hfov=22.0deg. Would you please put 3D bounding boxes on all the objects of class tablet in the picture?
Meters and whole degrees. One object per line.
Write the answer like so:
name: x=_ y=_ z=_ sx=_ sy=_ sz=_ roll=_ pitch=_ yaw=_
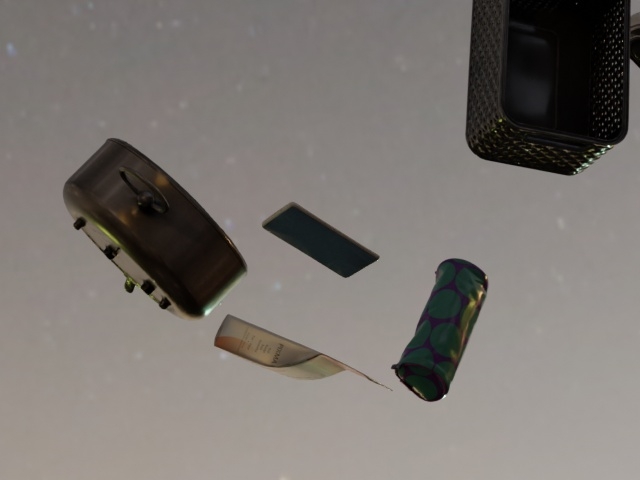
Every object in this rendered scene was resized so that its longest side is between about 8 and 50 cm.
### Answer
tablet: x=0.000 y=0.000 z=1.265 sx=0.083 sy=0.006 sz=0.054 roll=31 pitch=-31 yaw=-17

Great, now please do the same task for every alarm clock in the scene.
alarm clock: x=-0.112 y=-0.009 z=1.074 sx=0.064 sy=0.129 sz=0.192 roll=-45 pitch=-10 yaw=-15

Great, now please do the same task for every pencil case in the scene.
pencil case: x=0.130 y=0.095 z=1.771 sx=0.070 sy=0.152 sz=0.064 roll=-9 pitch=-45 yaw=45

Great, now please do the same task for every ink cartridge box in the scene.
ink cartridge box: x=-0.018 y=0.144 z=1.858 sx=0.179 sy=0.045 sz=0.145 roll=25 pitch=-5 yaw=17

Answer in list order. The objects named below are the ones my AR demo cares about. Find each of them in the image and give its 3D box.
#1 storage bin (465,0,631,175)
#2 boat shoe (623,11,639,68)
storage bin: x=0.204 y=-0.161 z=1.474 sx=0.122 sy=0.180 sz=0.084 roll=10 pitch=-19 yaw=-14
boat shoe: x=0.386 y=-0.137 z=1.602 sx=0.228 sy=0.076 sz=0.080 roll=34 pitch=-38 yaw=-7
